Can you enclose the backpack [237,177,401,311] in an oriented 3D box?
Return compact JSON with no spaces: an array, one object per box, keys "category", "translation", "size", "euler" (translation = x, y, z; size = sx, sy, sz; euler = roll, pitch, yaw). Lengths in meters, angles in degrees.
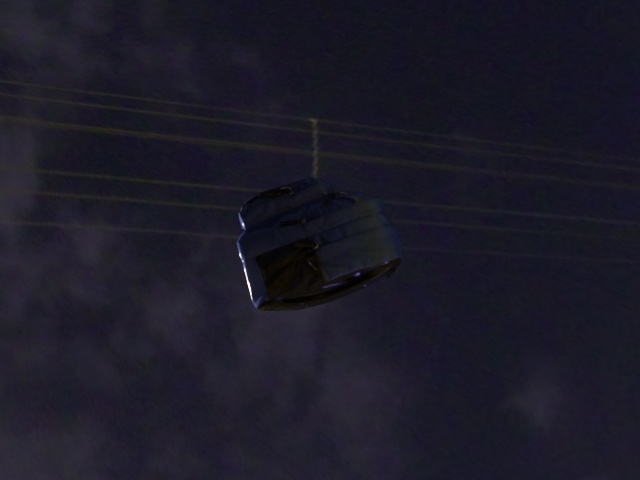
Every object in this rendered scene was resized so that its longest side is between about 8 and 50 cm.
[{"category":"backpack","translation":[0.000,0.000,0.801],"size":[0.120,0.098,0.101],"euler":[-16,-90,5]}]
